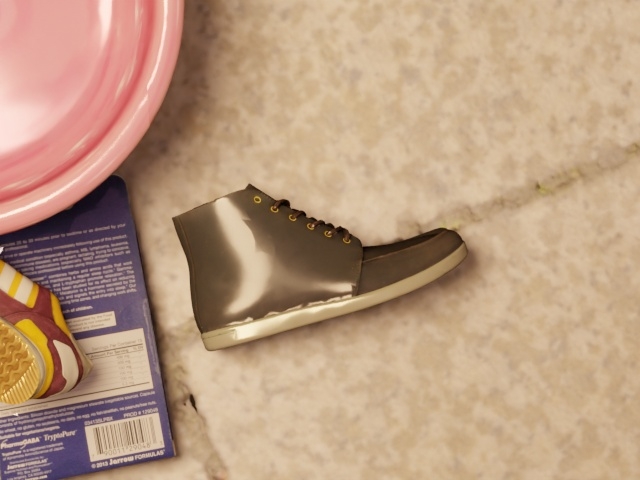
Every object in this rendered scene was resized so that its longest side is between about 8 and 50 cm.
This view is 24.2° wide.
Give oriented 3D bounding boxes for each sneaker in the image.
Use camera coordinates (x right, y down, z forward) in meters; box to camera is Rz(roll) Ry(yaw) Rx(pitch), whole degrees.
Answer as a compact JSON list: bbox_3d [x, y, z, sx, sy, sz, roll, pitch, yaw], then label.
[{"bbox_3d":[-0.244,0.044,1.102,0.069,0.084,0.185,-46,71,22],"label":"sneaker"},{"bbox_3d":[0.000,0.000,1.167,0.222,0.083,0.118,-17,91,-9],"label":"sneaker"}]

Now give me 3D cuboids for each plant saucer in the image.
[{"bbox_3d":[-0.262,-0.164,1.034,0.332,0.084,0.332,0,88,-10],"label":"plant saucer"}]

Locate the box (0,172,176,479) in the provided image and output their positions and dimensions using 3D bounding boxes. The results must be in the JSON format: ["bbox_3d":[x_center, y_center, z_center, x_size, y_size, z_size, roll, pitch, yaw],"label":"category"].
[{"bbox_3d":[-0.198,0.068,1.154,0.136,0.036,0.225,-10,91,-10],"label":"box"}]
